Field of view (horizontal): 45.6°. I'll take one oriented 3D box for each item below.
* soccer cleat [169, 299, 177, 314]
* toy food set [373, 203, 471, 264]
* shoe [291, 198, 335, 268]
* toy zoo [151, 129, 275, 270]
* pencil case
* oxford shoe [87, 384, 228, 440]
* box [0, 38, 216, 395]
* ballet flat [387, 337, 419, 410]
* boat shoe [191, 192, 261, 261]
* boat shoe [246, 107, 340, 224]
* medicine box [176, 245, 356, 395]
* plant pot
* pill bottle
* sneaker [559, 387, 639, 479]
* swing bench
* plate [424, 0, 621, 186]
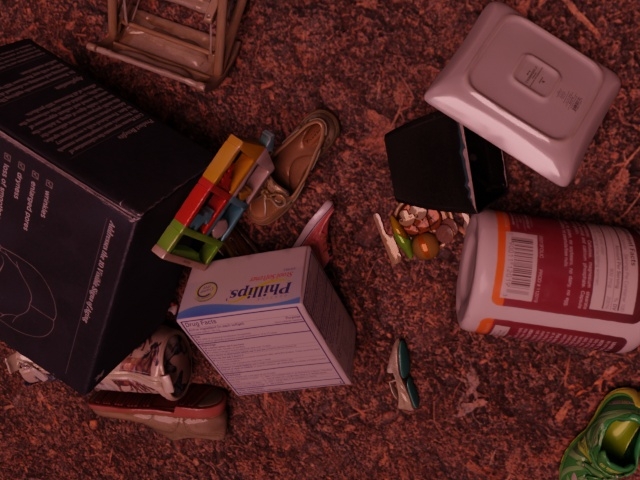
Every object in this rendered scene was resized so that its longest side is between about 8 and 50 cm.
[{"bbox_3d":[-0.367,0.151,1.740,0.083,0.029,0.036,4,105,11],"label":"soccer cleat"},{"bbox_3d":[0.204,-0.027,1.502,0.192,0.038,0.132,-21,100,22],"label":"toy food set"},{"bbox_3d":[0.000,0.000,1.563,0.081,0.063,0.178,36,119,2],"label":"shoe"},{"bbox_3d":[-0.178,-0.081,1.404,0.030,0.192,0.293,35,91,16],"label":"toy zoo"},{"bbox_3d":[-0.491,0.268,1.731,0.410,0.183,0.160,3,121,15],"label":"pencil case"},{"bbox_3d":[-0.383,0.415,1.783,0.348,0.123,0.130,2,114,17],"label":"oxford shoe"},{"bbox_3d":[-0.513,-0.045,1.474,0.471,0.297,0.480,33,126,8],"label":"box"},{"bbox_3d":[0.166,0.288,1.611,0.052,0.057,0.168,-7,105,29],"label":"ballet flat"},{"bbox_3d":[-0.251,-0.034,1.601,0.307,0.104,0.111,41,114,1],"label":"boat shoe"},{"bbox_3d":[-0.071,-0.142,1.519,0.104,0.089,0.285,36,114,3],"label":"boat shoe"},{"bbox_3d":[-0.098,0.170,1.534,0.263,0.149,0.289,-9,135,19],"label":"medicine box"},{"bbox_3d":[0.223,-0.150,1.381,0.166,0.188,0.188,-6,102,31],"label":"plant pot"},{"bbox_3d":[0.452,0.077,1.343,0.391,0.224,0.224,8,110,2],"label":"pill bottle"},{"bbox_3d":[0.554,0.427,1.501,0.109,0.123,0.296,20,113,9],"label":"sneaker"},{"bbox_3d":[-0.279,-0.448,1.447,0.253,0.165,0.255,22,118,8],"label":"swing bench"},{"bbox_3d":[0.352,-0.262,1.271,0.278,0.277,0.045,34,152,4],"label":"plate"}]
